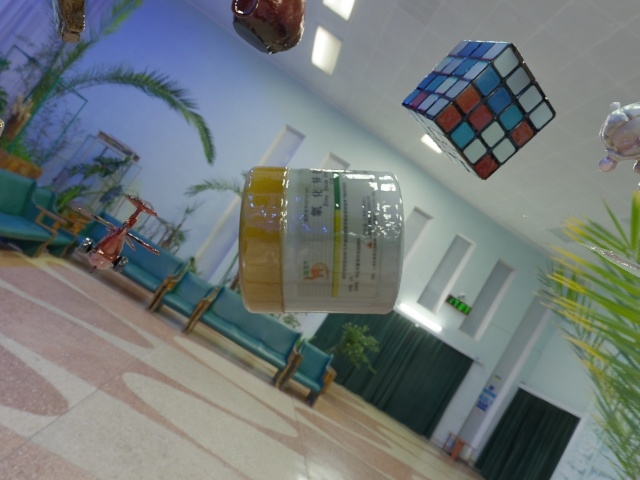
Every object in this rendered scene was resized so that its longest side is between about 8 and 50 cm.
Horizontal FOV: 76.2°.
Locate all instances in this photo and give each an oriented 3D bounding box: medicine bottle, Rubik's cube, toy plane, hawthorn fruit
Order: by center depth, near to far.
[{"bbox_3d":[-0.286,0.003,0.588,0.194,0.077,0.126,-6,-39,34],"label":"toy plane"},{"bbox_3d":[0.000,0.000,0.663,0.232,0.237,0.238,1,-7,-1],"label":"medicine bottle"},{"bbox_3d":[0.262,-0.226,0.697,0.154,0.155,0.151,40,14,-27],"label":"Rubik's cube"},{"bbox_3d":[-0.140,-0.662,1.145,0.216,0.249,0.215,6,8,-1],"label":"hawthorn fruit"}]

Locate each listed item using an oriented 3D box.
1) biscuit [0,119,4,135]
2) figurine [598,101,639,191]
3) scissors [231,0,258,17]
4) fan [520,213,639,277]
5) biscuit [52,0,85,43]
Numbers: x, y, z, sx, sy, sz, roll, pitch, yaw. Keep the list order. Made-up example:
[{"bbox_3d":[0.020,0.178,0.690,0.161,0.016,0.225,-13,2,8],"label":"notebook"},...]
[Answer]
[{"bbox_3d":[-0.771,-0.245,0.743,0.091,0.213,0.274,-2,-45,48],"label":"biscuit"},{"bbox_3d":[0.780,-0.229,0.969,0.256,0.145,0.182,63,-25,5],"label":"figurine"},{"bbox_3d":[-0.113,-0.496,0.656,0.145,0.248,0.017,25,43,-34],"label":"scissors"},{"bbox_3d":[0.515,0.020,0.749,0.310,0.010,0.182,33,22,24],"label":"fan"},{"bbox_3d":[-0.343,-0.363,0.551,0.034,0.182,0.215,-3,32,-35],"label":"biscuit"}]
